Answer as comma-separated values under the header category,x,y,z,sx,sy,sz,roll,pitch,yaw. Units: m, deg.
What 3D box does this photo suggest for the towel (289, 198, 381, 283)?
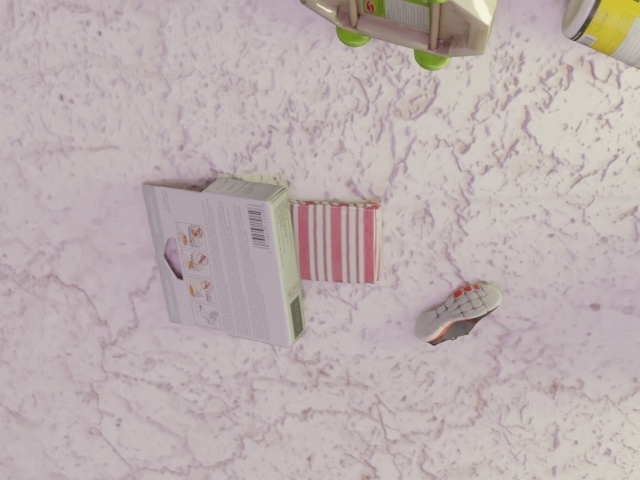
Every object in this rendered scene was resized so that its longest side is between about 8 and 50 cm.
category,x,y,z,sx,sy,sz,roll,pitch,yaw
towel,0.000,0.000,1.868,0.197,0.029,0.144,4,119,8

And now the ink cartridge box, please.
category,x,y,z,sx,sy,sz,roll,pitch,yaw
ink cartridge box,-0.154,0.030,1.885,0.239,0.060,0.275,10,123,27

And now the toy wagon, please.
category,x,y,z,sx,sy,sz,roll,pitch,yaw
toy wagon,0.061,-0.330,1.553,0.344,0.267,0.068,18,80,7

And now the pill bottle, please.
category,x,y,z,sx,sy,sz,roll,pitch,yaw
pill bottle,0.435,-0.295,1.604,0.184,0.103,0.103,22,120,-6

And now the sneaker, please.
category,x,y,z,sx,sy,sz,roll,pitch,yaw
sneaker,0.232,0.125,1.904,0.158,0.061,0.065,-27,140,21
